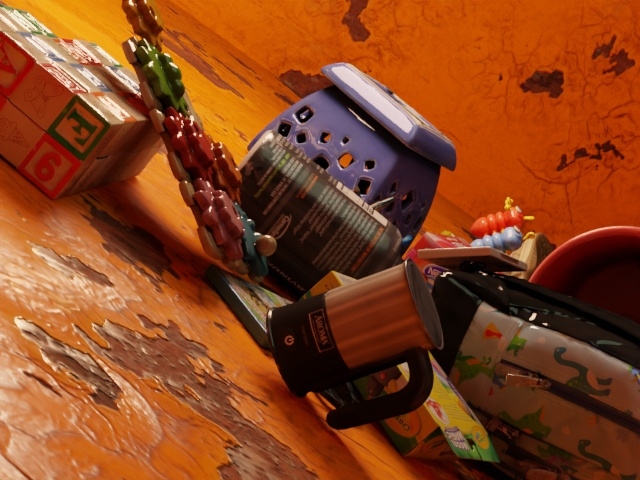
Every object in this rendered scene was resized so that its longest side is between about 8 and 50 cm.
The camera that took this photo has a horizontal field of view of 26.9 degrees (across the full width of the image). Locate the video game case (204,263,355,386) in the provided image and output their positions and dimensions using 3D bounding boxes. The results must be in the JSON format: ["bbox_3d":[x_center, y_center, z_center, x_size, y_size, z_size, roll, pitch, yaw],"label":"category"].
[{"bbox_3d":[-0.030,0.086,1.312,0.166,0.015,0.119,29,14,-47],"label":"video game case"}]

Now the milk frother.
[{"bbox_3d":[0.043,0.094,1.185,0.143,0.135,0.129,-21,91,-76],"label":"milk frother"}]

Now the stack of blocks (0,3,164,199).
[{"bbox_3d":[-0.252,-0.138,1.296,0.171,0.087,0.297,40,9,1],"label":"stack of blocks"}]

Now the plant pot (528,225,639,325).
[{"bbox_3d":[0.402,0.119,1.762,0.275,0.275,0.243,41,11,12],"label":"plant pot"}]

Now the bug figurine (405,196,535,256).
[{"bbox_3d":[0.230,0.008,2.095,0.279,0.216,0.072,-52,120,-77],"label":"bug figurine"}]

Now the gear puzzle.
[{"bbox_3d":[-0.127,-0.123,1.340,0.339,0.044,0.175,66,9,18],"label":"gear puzzle"}]

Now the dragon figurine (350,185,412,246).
[{"bbox_3d":[0.068,0.002,1.852,0.144,0.085,0.289,43,15,14],"label":"dragon figurine"}]

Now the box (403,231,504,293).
[{"bbox_3d":[0.178,0.076,1.817,0.128,0.122,0.257,42,10,14],"label":"box"}]

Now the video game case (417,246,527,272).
[{"bbox_3d":[0.173,0.023,1.513,0.087,0.011,0.122,-3,-11,28],"label":"video game case"}]

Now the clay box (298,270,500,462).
[{"bbox_3d":[0.079,0.137,1.309,0.222,0.053,0.127,56,17,26],"label":"clay box"}]

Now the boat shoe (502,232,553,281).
[{"bbox_3d":[0.308,0.077,2.101,0.121,0.110,0.341,64,23,-5],"label":"boat shoe"}]

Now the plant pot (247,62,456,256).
[{"bbox_3d":[0.067,-0.133,2.109,0.236,0.212,0.236,42,10,26],"label":"plant pot"}]

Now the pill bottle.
[{"bbox_3d":[0.000,0.000,1.481,0.246,0.130,0.130,38,9,-4],"label":"pill bottle"}]

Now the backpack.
[{"bbox_3d":[0.298,0.185,1.435,0.355,0.273,0.290,11,-7,23],"label":"backpack"}]
